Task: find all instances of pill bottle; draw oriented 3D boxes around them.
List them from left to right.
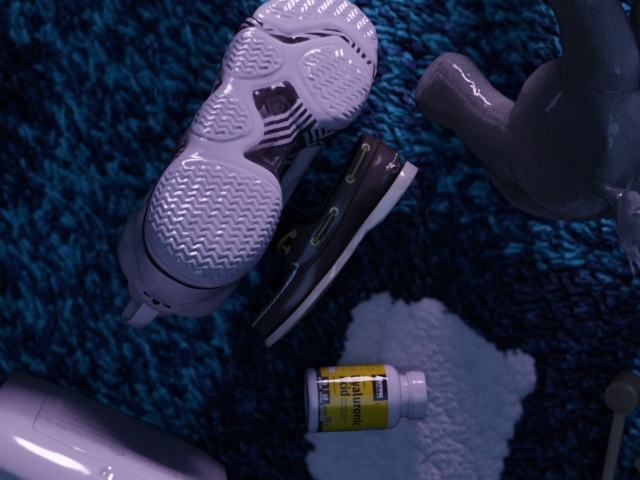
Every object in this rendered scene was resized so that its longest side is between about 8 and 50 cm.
[{"bbox_3d":[0.044,0.154,1.669,0.116,0.065,0.065,-2,94,-6],"label":"pill bottle"}]

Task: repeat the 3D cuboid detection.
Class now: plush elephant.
[{"bbox_3d":[0.307,-0.112,1.601,0.272,0.255,0.330,-52,57,37],"label":"plush elephant"}]

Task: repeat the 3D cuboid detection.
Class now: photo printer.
[{"bbox_3d":[-0.202,0.222,1.530,0.256,0.307,0.107,25,91,-7],"label":"photo printer"}]

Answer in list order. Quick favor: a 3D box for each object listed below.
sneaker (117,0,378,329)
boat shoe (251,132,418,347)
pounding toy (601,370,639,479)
[{"bbox_3d":[-0.081,-0.074,1.614,0.137,0.210,0.366,34,56,-7],"label":"sneaker"},{"bbox_3d":[0.000,0.000,1.652,0.069,0.081,0.228,39,82,-3],"label":"boat shoe"},{"bbox_3d":[0.361,0.201,1.683,0.181,0.094,0.206,-33,97,34],"label":"pounding toy"}]
